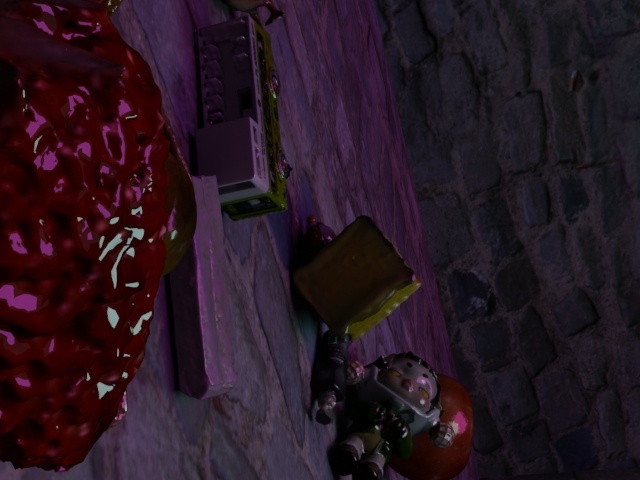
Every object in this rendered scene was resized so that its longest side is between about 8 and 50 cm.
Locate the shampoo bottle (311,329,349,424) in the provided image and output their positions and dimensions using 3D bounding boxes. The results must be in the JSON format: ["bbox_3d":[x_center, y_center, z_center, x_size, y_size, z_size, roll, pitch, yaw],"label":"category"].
[{"bbox_3d":[0.018,0.260,1.585,0.207,0.057,0.063,-80,156,-50],"label":"shampoo bottle"}]

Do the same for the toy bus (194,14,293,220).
[{"bbox_3d":[-0.124,-0.190,1.245,0.139,0.113,0.301,40,41,-67],"label":"toy bus"}]

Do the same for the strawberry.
[{"bbox_3d":[-0.217,-0.012,0.567,0.343,0.292,0.292,81,11,-49],"label":"strawberry"}]

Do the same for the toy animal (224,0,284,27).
[{"bbox_3d":[-0.132,-0.453,1.416,0.179,0.089,0.188,59,28,-19],"label":"toy animal"}]

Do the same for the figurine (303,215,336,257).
[{"bbox_3d":[0.001,0.005,1.658,0.143,0.068,0.101,72,8,-75],"label":"figurine"}]

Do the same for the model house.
[{"bbox_3d":[0.087,0.091,1.595,0.175,0.193,0.234,50,3,25],"label":"model house"}]

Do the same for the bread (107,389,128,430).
[{"bbox_3d":[-0.259,0.064,0.773,0.178,0.135,0.240,154,-71,-71],"label":"bread"}]

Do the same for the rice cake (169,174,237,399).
[{"bbox_3d":[-0.160,0.055,1.083,0.106,0.050,0.298,17,65,-74],"label":"rice cake"}]

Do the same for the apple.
[{"bbox_3d":[0.251,0.436,1.965,0.260,0.216,0.260,8,90,-85],"label":"apple"}]

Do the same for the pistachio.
[{"bbox_3d":[-0.187,-0.023,0.934,0.110,0.100,0.189,64,22,-47],"label":"pistachio"}]

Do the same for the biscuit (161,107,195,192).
[{"bbox_3d":[-0.190,-0.107,1.016,0.018,0.071,0.147,-23,92,-29],"label":"biscuit"}]

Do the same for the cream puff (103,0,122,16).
[{"bbox_3d":[-0.253,-0.285,0.842,0.144,0.103,0.126,34,50,-61],"label":"cream puff"}]

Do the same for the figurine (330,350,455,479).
[{"bbox_3d":[0.141,0.367,1.727,0.370,0.281,0.167,-47,168,-53],"label":"figurine"}]
